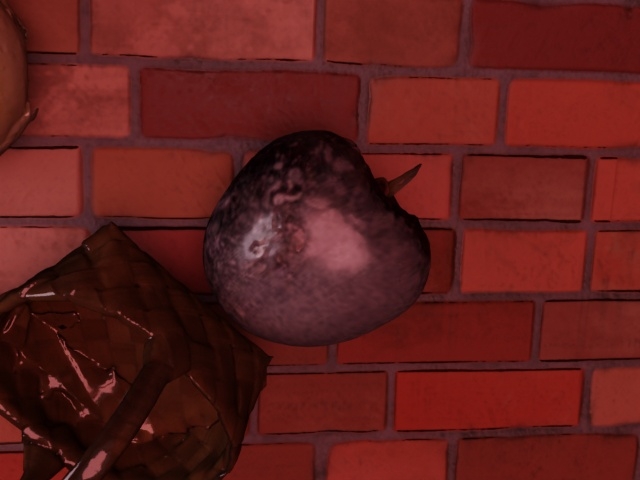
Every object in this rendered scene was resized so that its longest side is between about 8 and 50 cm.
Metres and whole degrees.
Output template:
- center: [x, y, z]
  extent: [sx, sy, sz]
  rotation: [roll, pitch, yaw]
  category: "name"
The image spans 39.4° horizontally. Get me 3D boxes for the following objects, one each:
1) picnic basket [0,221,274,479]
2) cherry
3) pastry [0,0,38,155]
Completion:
- center: [-0.251, 0.200, 0.991]
  extent: [0.337, 0.337, 0.293]
  rotation: [41, 124, -14]
  category: "picnic basket"
- center: [0.000, 0.000, 1.067]
  extent: [0.296, 0.218, 0.255]
  rotation: [-37, 108, 14]
  category: "cherry"
- center: [-0.444, -0.189, 0.979]
  extent: [0.264, 0.133, 0.265]
  rotation: [-5, 119, -9]
  category: "pastry"
